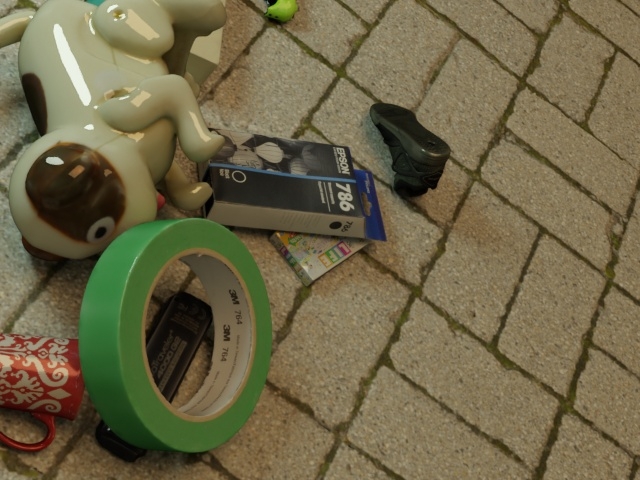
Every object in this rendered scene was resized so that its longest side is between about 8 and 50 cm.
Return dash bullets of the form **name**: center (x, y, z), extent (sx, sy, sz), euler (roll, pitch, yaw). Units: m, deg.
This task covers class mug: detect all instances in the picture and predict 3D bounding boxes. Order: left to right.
- **mug**: center (-0.403, 0.189, 1.434), extent (0.169, 0.113, 0.150), euler (11, 55, -21)

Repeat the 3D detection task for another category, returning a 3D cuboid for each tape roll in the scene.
- **tape roll**: center (-0.191, 0.130, 1.509), extent (0.321, 0.077, 0.321), euler (9, 79, -54)

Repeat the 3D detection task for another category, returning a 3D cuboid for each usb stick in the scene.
- **usb stick**: center (-0.236, 0.191, 1.573), extent (0.077, 0.045, 0.278), euler (30, 51, -7)

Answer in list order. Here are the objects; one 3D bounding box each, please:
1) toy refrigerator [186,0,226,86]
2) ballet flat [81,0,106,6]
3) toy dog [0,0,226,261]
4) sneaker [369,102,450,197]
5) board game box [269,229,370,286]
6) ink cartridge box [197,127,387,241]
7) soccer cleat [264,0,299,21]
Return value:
- **toy refrigerator**: center (-0.233, -0.404, 1.921), extent (0.102, 0.094, 0.269), euler (21, 53, -27)
- **ballet flat**: center (-0.364, -0.397, 1.848), extent (0.086, 0.086, 0.248), euler (18, 51, -20)
- **toy dog**: center (-0.326, -0.167, 1.595), extent (0.395, 0.284, 0.408), euler (17, 56, -21)
- **sneaker**: center (0.151, -0.164, 2.012), extent (0.087, 0.130, 0.227), euler (-10, 39, -30)
- **board game box**: center (0.000, 0.000, 1.846), extent (0.154, 0.026, 0.103), euler (-33, 82, -40)
- **ink cartridge box**: center (-0.038, -0.093, 1.831), extent (0.333, 0.065, 0.165), euler (6, 51, -23)
- **soccer cleat**: center (-0.086, -0.502, 2.091), extent (0.072, 0.060, 0.179), euler (5, 62, -27)
